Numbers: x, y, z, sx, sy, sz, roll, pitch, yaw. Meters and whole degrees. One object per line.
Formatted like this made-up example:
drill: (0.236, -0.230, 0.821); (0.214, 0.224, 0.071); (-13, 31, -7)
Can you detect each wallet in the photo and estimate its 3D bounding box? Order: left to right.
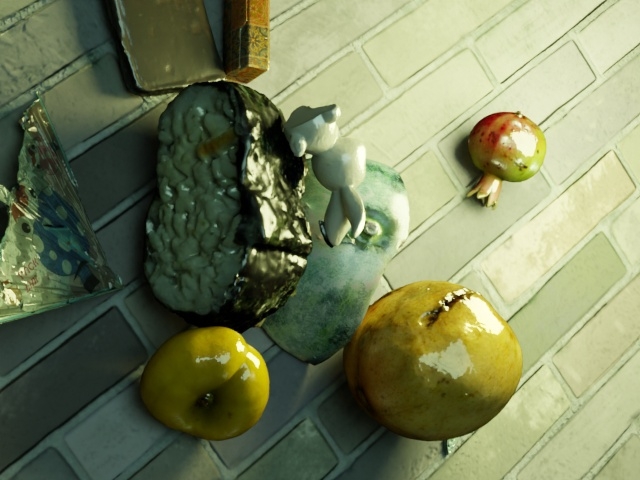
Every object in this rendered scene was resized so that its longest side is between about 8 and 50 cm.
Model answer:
wallet: (-0.246, -0.365, 2.101); (0.165, 0.042, 0.309); (-14, 87, -35)

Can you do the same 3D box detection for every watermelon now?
watermelon: (0.004, -0.001, 2.088); (0.188, 0.175, 0.321); (22, 67, -26)

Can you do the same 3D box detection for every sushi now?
sushi: (-0.127, -0.048, 2.002); (0.171, 0.211, 0.350); (17, 68, -54)

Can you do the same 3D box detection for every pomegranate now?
pomegranate: (0.164, 0.178, 2.100); (0.260, 0.260, 0.260); (8, 75, -30)
pomegranate: (0.289, -0.139, 2.340); (0.159, 0.129, 0.129); (-42, 106, 13)

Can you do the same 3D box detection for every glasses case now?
glasses case: (-0.113, -0.351, 2.159); (0.049, 0.075, 0.218); (6, 76, -27)

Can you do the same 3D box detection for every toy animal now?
toy animal: (0.010, -0.096, 1.999); (0.127, 0.131, 0.181); (-47, 115, -29)

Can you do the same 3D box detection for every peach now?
peach: (-0.153, 0.196, 1.955); (0.179, 0.179, 0.103); (25, 30, -24)

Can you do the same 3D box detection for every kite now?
kite: (-0.381, -0.033, 1.890); (0.368, 0.014, 0.406); (43, 34, -38)

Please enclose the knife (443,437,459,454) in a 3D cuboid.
knife: (0.244, 0.250, 2.271); (0.028, 0.015, 0.210); (48, 60, -20)
